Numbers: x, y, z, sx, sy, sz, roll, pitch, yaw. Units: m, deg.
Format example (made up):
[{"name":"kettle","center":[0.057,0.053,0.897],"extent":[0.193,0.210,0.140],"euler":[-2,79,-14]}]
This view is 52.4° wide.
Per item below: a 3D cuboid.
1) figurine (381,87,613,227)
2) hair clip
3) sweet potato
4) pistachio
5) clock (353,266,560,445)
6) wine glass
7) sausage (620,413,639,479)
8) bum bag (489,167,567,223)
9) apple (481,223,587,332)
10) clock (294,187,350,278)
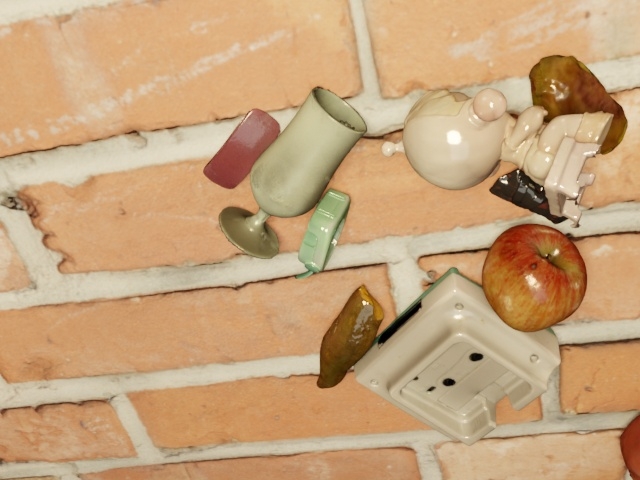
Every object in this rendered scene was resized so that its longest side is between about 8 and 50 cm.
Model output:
[{"name":"figurine","center":[0.208,-0.110,0.806],"extent":[0.256,0.182,0.145],"euler":[16,104,23]},{"name":"hair clip","center":[-0.111,-0.122,0.902],"extent":[0.054,0.022,0.137],"euler":[33,121,-22]},{"name":"sweet potato","center":[0.040,0.179,1.073],"extent":[0.077,0.077,0.244],"euler":[18,124,-8]},{"name":"pistachio","center":[0.326,-0.159,0.826],"extent":[0.173,0.049,0.089],"euler":[38,121,-20]},{"name":"clock","center":[0.218,0.204,1.054],"extent":[0.231,0.116,0.262],"euler":[31,121,-16]},{"name":"wine glass","center":[-0.038,-0.088,0.873],"extent":[0.103,0.103,0.231],"euler":[30,118,-16]},{"name":"sausage","center":[0.617,0.330,1.100],"extent":[0.148,0.148,0.254],"euler":[25,122,-13]},{"name":"bum bag","center":[0.300,-0.060,0.907],"extent":[0.124,0.034,0.058],"euler":[21,138,-10]},{"name":"apple","center":[0.300,0.056,0.925],"extent":[0.146,0.146,0.131],"euler":[14,143,-6]},{"name":"clock","center":[0.000,0.000,0.934],"extent":[0.041,0.101,0.135],"euler":[23,128,6]}]
